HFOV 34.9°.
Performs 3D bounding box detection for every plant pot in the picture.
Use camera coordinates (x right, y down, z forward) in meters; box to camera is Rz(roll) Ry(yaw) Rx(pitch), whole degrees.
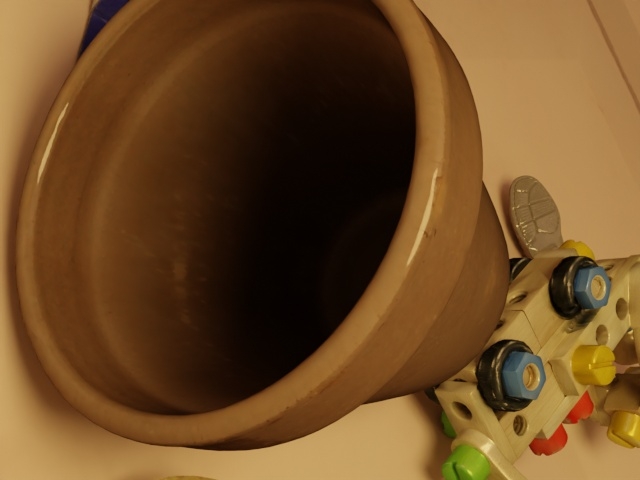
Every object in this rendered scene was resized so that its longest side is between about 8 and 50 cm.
[{"bbox_3d":[0.000,0.000,0.582,0.229,0.263,0.263,30,47,-53],"label":"plant pot"}]

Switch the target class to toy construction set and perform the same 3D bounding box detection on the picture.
[{"bbox_3d":[0.190,0.127,0.753,0.215,0.151,0.327,61,39,-19],"label":"toy construction set"}]

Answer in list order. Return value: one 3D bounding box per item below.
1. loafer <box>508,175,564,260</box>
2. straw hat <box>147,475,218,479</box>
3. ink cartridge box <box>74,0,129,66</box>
[{"bbox_3d":[0.196,0.005,0.906,0.045,0.039,0.125,-18,75,-14],"label":"loafer"},{"bbox_3d":[-0.073,0.195,0.506,0.061,0.145,0.144,81,23,-43],"label":"straw hat"},{"bbox_3d":[-0.061,-0.229,0.770,0.176,0.069,0.370,28,52,-30],"label":"ink cartridge box"}]
